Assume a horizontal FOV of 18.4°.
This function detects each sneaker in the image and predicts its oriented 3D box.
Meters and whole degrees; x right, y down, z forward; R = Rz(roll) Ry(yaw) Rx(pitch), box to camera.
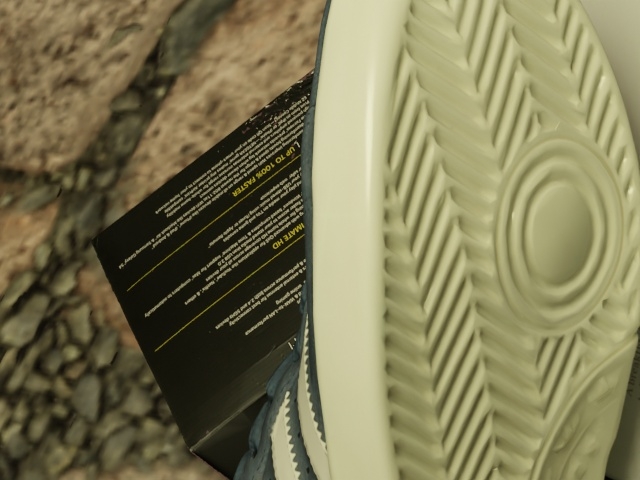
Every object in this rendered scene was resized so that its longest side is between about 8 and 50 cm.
[{"bbox_3d":[0.017,0.068,0.645,0.148,0.131,0.350,10,108,48],"label":"sneaker"}]

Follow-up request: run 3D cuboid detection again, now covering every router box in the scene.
[{"bbox_3d":[0.000,0.000,0.844,0.179,0.046,0.133,-37,49,9],"label":"router box"}]

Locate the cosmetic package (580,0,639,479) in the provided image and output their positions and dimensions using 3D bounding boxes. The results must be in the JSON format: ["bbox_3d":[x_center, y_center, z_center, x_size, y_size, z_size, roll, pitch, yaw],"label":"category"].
[{"bbox_3d":[0.195,-0.085,0.623,0.284,0.097,0.377,23,105,40],"label":"cosmetic package"}]
